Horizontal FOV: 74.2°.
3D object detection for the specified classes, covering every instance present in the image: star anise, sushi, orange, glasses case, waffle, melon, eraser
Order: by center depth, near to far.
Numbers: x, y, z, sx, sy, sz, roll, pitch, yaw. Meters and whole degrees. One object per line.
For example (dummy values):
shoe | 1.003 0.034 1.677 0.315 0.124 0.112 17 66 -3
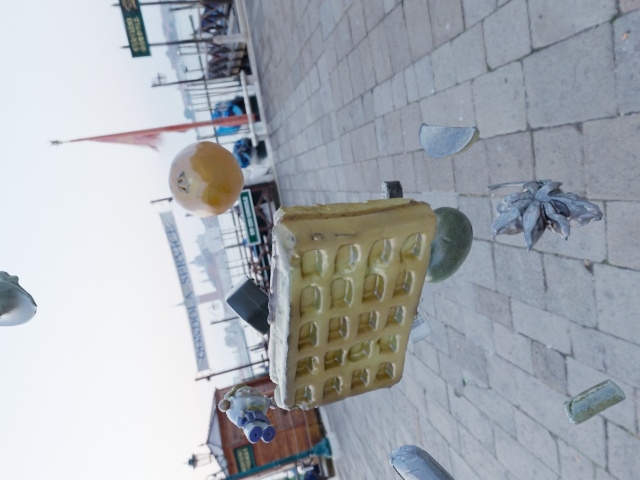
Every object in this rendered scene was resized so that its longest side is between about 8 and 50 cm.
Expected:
waffle | 0.035 0.094 0.607 0.098 0.224 0.328 -126 33 -50
melon | 0.237 0.004 0.838 0.167 0.114 0.114 -62 17 0
eraser | 0.216 0.151 1.227 0.279 0.081 0.124 60 -178 -7
glasses case | 0.310 0.690 1.239 0.282 0.109 0.067 48 -154 -21
star anise | 0.628 -0.101 1.261 0.359 0.316 0.139 2 127 43
sushi | 0.264 -0.144 1.553 0.090 0.078 0.150 -121 24 -78
orange | -0.468 -0.250 1.739 0.312 0.312 0.312 167 90 -77

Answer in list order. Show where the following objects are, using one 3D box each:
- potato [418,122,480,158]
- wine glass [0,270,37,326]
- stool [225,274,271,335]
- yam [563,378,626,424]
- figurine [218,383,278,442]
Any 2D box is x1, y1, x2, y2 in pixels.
potato | 0.433 -0.316 1.405 0.261 0.100 0.120 34 109 59
wine glass | -0.383 0.139 0.434 0.222 0.103 0.103 -99 6 -48
stool | -0.255 0.251 1.652 0.232 0.141 0.232 43 171 8
yam | 0.605 0.358 0.941 0.132 0.054 0.054 -54 43 35
figurine | -0.217 0.570 1.386 0.274 0.193 0.133 13 97 44
